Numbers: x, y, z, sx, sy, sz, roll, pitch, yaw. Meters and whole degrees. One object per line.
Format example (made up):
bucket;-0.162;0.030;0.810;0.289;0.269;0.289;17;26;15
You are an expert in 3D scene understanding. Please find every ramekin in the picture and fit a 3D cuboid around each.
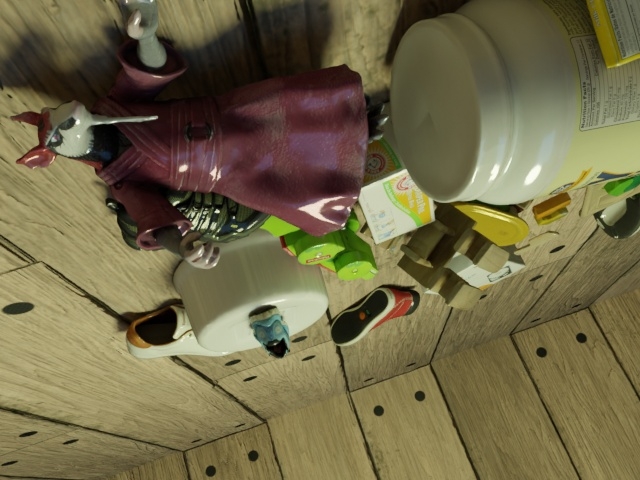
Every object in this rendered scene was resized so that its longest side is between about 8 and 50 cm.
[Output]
ramekin;-0.119;0.100;1.080;0.278;0.135;0.277;-16;155;-8

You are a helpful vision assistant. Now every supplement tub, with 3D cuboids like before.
supplement tub;0.270;-0.172;0.685;0.325;0.235;0.235;-13;155;-16

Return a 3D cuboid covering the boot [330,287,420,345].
boot;0.154;0.211;1.594;0.176;0.088;0.244;6;142;-47

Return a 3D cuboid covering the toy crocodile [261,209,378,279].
toy crocodile;0.000;0.000;0.990;0.105;0.115;0.341;-27;153;21

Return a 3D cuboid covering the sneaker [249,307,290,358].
sneaker;-0.083;0.175;1.008;0.064;0.073;0.162;-20;156;-2

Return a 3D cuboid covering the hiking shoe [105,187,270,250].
hiking shoe;-0.166;-0.047;0.794;0.227;0.086;0.114;-16;159;-8

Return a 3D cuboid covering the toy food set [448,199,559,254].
toy food set;0.332;-0.048;1.135;0.218;0.071;0.128;17;153;-10

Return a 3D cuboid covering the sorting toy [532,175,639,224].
sorting toy;0.527;-0.091;1.036;0.307;0.041;0.229;-26;161;10

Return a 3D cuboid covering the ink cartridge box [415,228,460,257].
ink cartridge box;0.269;-0.003;1.252;0.181;0.061;0.104;-24;155;7

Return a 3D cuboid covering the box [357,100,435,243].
box;0.096;-0.093;0.865;0.103;0.114;0.203;-22;155;4

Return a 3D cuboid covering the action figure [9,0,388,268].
action figure;-0.129;-0.118;0.639;0.371;0.247;0.276;2;-167;-18

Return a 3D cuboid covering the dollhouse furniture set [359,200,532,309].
dollhouse furniture set;0.235;-0.032;0.995;0.161;0.212;0.242;19;108;-53

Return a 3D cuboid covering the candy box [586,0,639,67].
candy box;0.287;-0.275;0.538;0.105;0.205;0.027;-20;-172;2

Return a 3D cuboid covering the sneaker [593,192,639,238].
sneaker;0.790;-0.167;1.242;0.258;0.169;0.447;-25;165;-11

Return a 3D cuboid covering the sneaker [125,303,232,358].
sneaker;-0.241;0.178;1.184;0.290;0.105;0.123;-9;156;-20

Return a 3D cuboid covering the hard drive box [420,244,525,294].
hard drive box;0.359;0.057;1.418;0.181;0.089;0.232;-36;151;31
